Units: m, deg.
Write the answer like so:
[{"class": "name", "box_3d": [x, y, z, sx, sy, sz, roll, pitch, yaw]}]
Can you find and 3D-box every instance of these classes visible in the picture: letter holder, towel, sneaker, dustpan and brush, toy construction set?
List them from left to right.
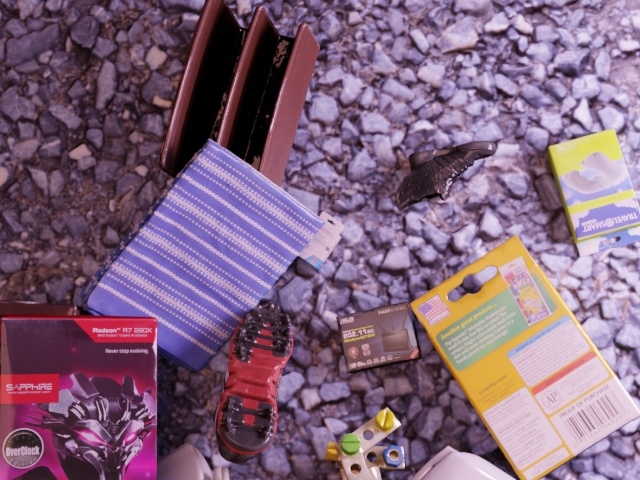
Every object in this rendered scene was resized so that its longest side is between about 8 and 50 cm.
[{"class": "dustpan and brush", "box_3d": [-0.210, 0.448, 1.614, 0.147, 0.060, 0.211, -33, 70, 9]}, {"class": "towel", "box_3d": [-0.185, 0.035, 1.591, 0.243, 0.040, 0.336, 36, 101, -24]}, {"class": "letter holder", "box_3d": [-0.128, -0.225, 1.628, 0.152, 0.214, 0.302, 14, 83, 12]}, {"class": "sneaker", "box_3d": [-0.109, 0.228, 1.587, 0.097, 0.135, 0.276, 15, 49, -7]}, {"class": "toy construction set", "box_3d": [-0.020, 0.391, 1.527, 0.327, 0.151, 0.215, -16, 66, 8]}, {"class": "sneaker", "box_3d": [0.202, -0.104, 1.635, 0.170, 0.051, 0.089, -8, 79, 13]}]

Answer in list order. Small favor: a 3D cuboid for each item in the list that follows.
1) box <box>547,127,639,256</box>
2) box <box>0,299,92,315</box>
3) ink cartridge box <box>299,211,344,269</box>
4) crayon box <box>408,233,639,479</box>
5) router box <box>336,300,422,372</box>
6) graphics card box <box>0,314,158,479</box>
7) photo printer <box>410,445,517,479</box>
[{"class": "box", "box_3d": [0.432, -0.075, 1.591, 0.109, 0.042, 0.178, -16, 77, 7]}, {"class": "box", "box_3d": [-0.452, 0.206, 1.635, 0.168, 0.167, 0.203, 4, 81, 10]}, {"class": "ink cartridge box", "box_3d": [0.000, 0.000, 1.661, 0.048, 0.028, 0.083, 35, 88, 14]}, {"class": "crayon box", "box_3d": [0.307, 0.181, 1.548, 0.203, 0.083, 0.323, -33, 77, 3]}, {"class": "router box", "box_3d": [0.093, 0.154, 1.613, 0.122, 0.038, 0.092, -13, 78, 8]}, {"class": "graphics card box", "box_3d": [-0.359, 0.294, 1.487, 0.232, 0.094, 0.371, 3, 82, -21]}, {"class": "photo printer", "box_3d": [0.227, 0.458, 1.445, 0.307, 0.107, 0.256, 35, 87, -12]}]
